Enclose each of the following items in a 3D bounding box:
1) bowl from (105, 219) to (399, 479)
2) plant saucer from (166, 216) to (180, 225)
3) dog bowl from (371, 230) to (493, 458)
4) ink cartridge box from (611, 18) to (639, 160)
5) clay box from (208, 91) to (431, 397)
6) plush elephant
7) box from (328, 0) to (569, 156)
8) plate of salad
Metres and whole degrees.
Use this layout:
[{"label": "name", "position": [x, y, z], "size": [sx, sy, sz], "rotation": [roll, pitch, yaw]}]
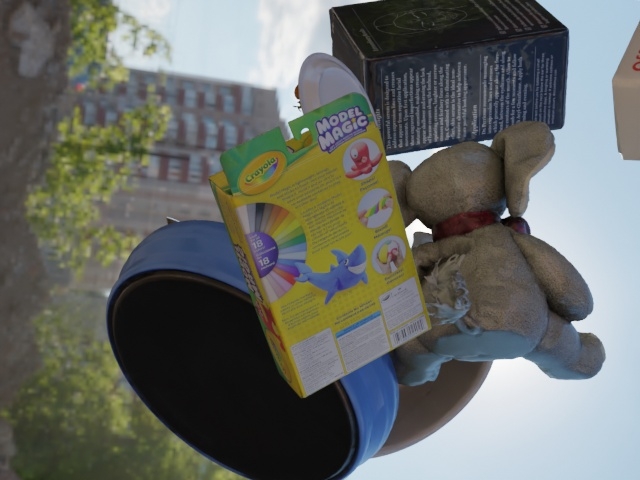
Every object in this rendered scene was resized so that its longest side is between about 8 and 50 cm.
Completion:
[{"label": "bowl", "position": [-0.095, 0.155, 1.321], "size": [0.077, 0.391, 0.391], "rotation": [-52, 171, -41]}, {"label": "plant saucer", "position": [-0.163, 0.050, 1.358], "size": [0.168, 0.029, 0.168], "rotation": [167, -90, -81]}, {"label": "dog bowl", "position": [0.085, 0.156, 1.466], "size": [0.102, 0.348, 0.349], "rotation": [56, -41, 46]}, {"label": "ink cartridge box", "position": [0.495, -0.188, 1.222], "size": [0.207, 0.283, 0.117], "rotation": [-57, 140, -39]}, {"label": "clay box", "position": [0.000, 0.000, 0.839], "size": [0.053, 0.127, 0.222], "rotation": [37, -31, 57]}, {"label": "plush elephant", "position": [0.172, 0.006, 1.251], "size": [0.330, 0.271, 0.255], "rotation": [51, 37, -60]}, {"label": "box", "position": [0.242, -0.339, 2.102], "size": [0.293, 0.395, 0.212], "rotation": [-110, -166, -57]}, {"label": "plate of salad", "position": [0.023, -0.189, 1.641], "size": [0.048, 0.200, 0.200], "rotation": [-22, -124, 33]}]
